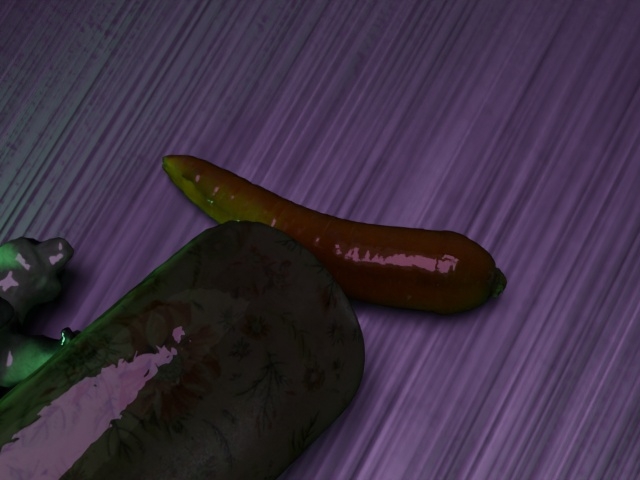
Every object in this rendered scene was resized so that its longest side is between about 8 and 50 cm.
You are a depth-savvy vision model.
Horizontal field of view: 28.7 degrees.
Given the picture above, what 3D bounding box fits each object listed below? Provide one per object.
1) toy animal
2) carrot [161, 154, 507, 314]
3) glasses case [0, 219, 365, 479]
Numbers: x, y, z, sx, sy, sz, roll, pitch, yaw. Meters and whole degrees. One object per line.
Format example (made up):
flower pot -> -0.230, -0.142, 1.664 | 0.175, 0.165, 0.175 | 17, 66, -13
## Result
toy animal -> -0.245, 0.090, 0.863 | 0.121, 0.094, 0.225 | 17, 75, 49
carrot -> -0.001, 0.000, 0.892 | 0.271, 0.062, 0.066 | 15, 107, 14
glasses case -> -0.150, 0.158, 0.787 | 0.425, 0.098, 0.156 | -42, 95, -17
